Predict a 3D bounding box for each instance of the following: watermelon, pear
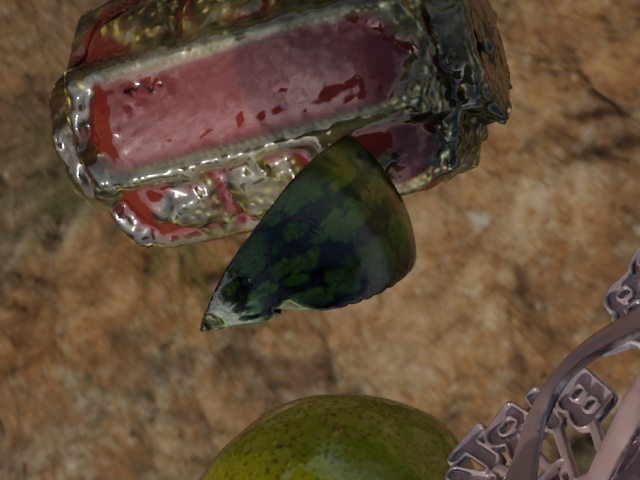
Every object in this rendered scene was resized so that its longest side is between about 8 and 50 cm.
[{"bbox_3d":[0.013,0.003,0.896,0.069,0.163,0.087,35,122,11],"label":"watermelon"},{"bbox_3d":[0.015,0.269,1.495,0.294,0.294,0.294,-8,116,-16],"label":"pear"}]

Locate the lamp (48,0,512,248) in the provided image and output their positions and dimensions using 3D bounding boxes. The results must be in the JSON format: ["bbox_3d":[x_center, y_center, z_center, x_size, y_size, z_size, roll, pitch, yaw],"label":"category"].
[{"bbox_3d":[-0.025,-0.088,1.060,0.274,0.177,0.177,-11,121,18],"label":"lamp"}]

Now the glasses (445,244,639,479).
[{"bbox_3d":[0.123,0.063,0.751,0.255,0.162,0.095,-48,114,-8],"label":"glasses"}]
